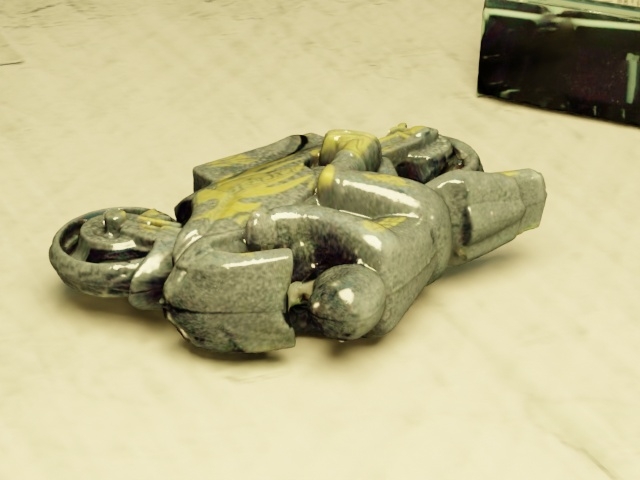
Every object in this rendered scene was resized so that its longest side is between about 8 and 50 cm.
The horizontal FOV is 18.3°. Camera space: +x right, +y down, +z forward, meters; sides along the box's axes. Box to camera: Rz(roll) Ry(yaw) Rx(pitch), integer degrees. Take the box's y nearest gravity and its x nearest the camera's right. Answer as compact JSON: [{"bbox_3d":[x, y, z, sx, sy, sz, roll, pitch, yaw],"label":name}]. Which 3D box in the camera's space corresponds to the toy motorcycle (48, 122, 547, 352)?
[{"bbox_3d":[0.000,0.000,0.767,0.193,0.061,0.124,-15,31,-26],"label":"toy motorcycle"}]

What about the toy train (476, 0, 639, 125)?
[{"bbox_3d":[0.200,-0.076,0.945,0.252,0.055,0.048,12,19,18],"label":"toy train"}]

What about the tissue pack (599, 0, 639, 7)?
[{"bbox_3d":[0.164,-0.175,1.028,0.106,0.148,0.099,-2,27,-8],"label":"tissue pack"}]
